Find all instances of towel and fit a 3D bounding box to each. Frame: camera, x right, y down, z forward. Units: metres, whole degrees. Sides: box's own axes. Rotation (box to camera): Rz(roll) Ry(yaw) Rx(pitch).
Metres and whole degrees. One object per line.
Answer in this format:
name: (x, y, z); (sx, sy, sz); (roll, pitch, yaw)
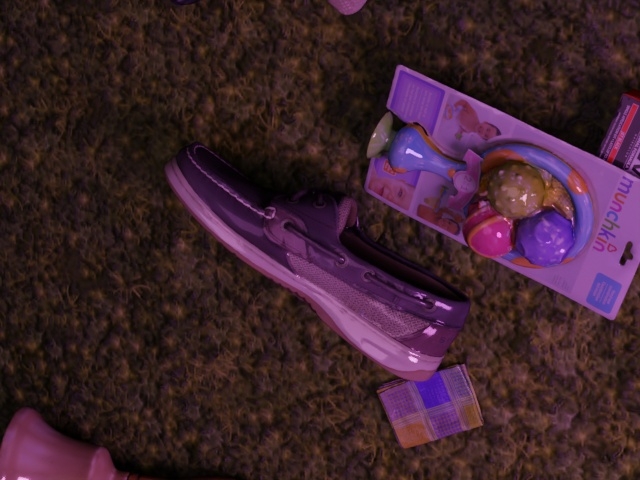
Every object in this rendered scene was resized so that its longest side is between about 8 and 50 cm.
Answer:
towel: (0.094, 0.142, 1.338); (0.083, 0.009, 0.060); (-18, 92, 24)

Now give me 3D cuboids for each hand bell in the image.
hand bell: (-0.161, 0.224, 1.422); (0.242, 0.126, 0.126); (4, 102, 8)

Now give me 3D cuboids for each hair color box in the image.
hair color box: (0.286, -0.055, 1.205); (0.141, 0.043, 0.072); (26, 109, 15)

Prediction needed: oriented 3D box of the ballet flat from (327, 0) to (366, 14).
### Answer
ballet flat: (0.027, -0.265, 1.265); (0.057, 0.052, 0.168); (18, 107, 18)

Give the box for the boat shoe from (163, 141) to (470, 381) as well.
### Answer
boat shoe: (0.000, 0.000, 1.305); (0.285, 0.103, 0.092); (39, 106, 7)

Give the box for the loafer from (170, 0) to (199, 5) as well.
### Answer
loafer: (-0.169, -0.287, 1.332); (0.078, 0.076, 0.223); (-38, 80, 29)

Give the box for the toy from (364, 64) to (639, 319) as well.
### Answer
toy: (0.139, -0.028, 1.242); (0.237, 0.056, 0.136); (30, 134, 17)
